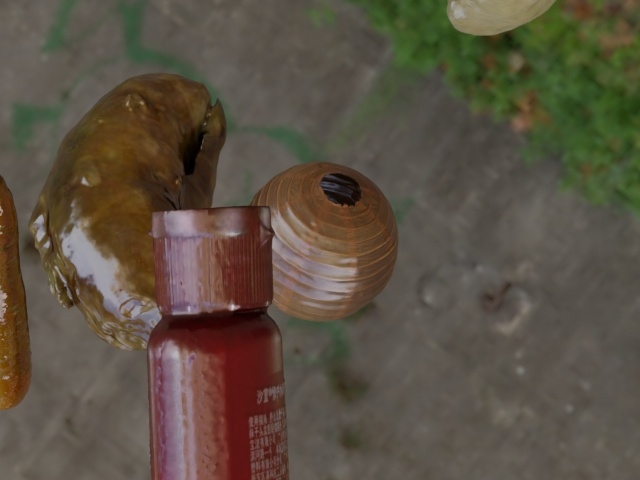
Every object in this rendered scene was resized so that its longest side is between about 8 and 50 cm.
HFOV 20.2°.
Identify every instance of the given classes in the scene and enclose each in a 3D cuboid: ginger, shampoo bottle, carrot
[{"bbox_3d":[-0.178,-0.018,1.672,0.165,0.172,0.321,54,-152,-43],"label":"ginger"},{"bbox_3d":[-0.057,0.138,1.032,0.076,0.314,0.118,-2,-179,18],"label":"shampoo bottle"},{"bbox_3d":[-0.236,0.041,1.320,0.043,0.043,0.248,38,144,26],"label":"carrot"}]

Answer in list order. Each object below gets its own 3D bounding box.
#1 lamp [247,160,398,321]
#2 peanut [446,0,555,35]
[{"bbox_3d":[0.000,0.000,1.511,0.136,0.136,0.136,38,180,0],"label":"lamp"},{"bbox_3d":[0.181,-0.323,1.510,0.158,0.340,0.174,21,-158,-12],"label":"peanut"}]
